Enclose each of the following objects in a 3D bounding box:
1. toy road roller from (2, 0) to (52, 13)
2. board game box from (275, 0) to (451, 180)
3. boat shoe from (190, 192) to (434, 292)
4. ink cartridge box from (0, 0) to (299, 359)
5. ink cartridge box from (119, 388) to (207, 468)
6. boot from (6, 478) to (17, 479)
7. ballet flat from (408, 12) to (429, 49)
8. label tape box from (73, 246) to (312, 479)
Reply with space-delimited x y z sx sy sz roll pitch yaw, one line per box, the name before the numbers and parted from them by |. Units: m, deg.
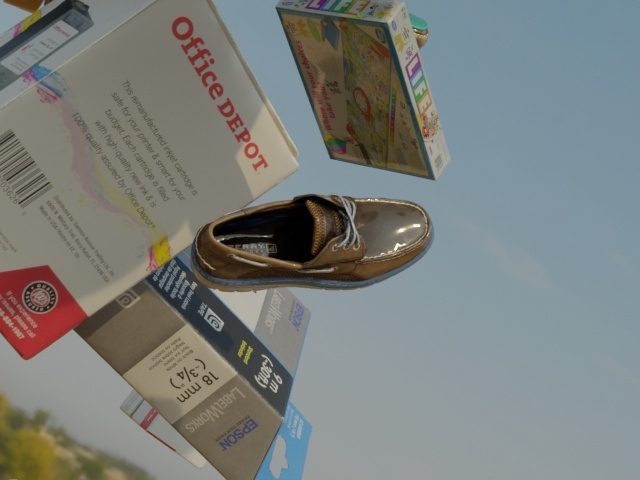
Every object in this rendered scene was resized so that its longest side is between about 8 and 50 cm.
toy road roller | -0.273 -0.395 1.496 0.241 0.329 0.202 20 -29 -20
board game box | 0.034 -0.119 1.070 0.103 0.026 0.154 14 -38 33
boat shoe | 0.000 0.000 1.007 0.183 0.066 0.066 -11 -18 -14
ink cartridge box | -0.205 -0.078 1.215 0.131 0.306 0.226 43 -15 50
ink cartridge box | -0.226 0.274 2.107 0.109 0.063 0.150 39 -8 -23
boot | -0.315 0.368 1.329 0.211 0.104 0.295 64 -36 21
ballet flat | 0.043 -0.298 1.861 0.206 0.067 0.073 29 29 10
label tape box | -0.095 0.116 1.470 0.333 0.106 0.240 46 20 -14
